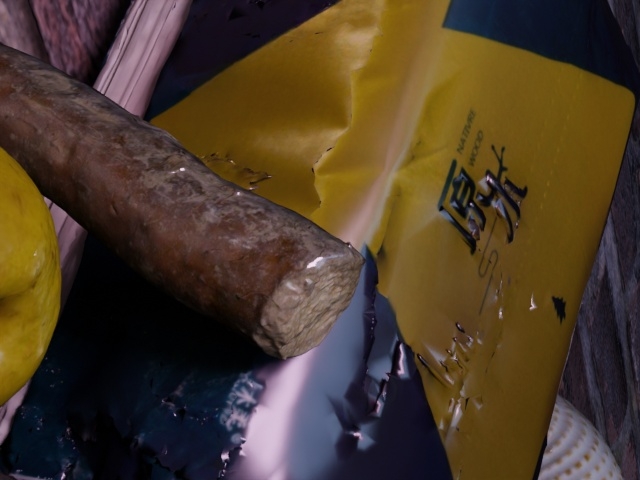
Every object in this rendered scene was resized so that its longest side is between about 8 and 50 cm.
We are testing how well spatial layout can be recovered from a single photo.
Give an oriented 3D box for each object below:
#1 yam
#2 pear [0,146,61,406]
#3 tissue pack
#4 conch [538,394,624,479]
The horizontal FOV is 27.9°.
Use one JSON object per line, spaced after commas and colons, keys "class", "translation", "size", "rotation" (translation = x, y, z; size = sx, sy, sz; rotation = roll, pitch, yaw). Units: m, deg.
{"class": "yam", "translation": [-0.103, -0.038, 0.558], "size": [0.061, 0.274, 0.061], "rotation": [-43, 152, -29]}
{"class": "pear", "translation": [-0.184, 0.012, 0.511], "size": [0.149, 0.162, 0.149], "rotation": [-37, 137, -45]}
{"class": "tissue pack", "translation": [0.000, 0.000, 0.728], "size": [0.264, 0.253, 0.416], "rotation": [46, 57, -43]}
{"class": "conch", "translation": [0.106, 0.194, 1.048], "size": [0.319, 0.215, 0.303], "rotation": [56, 20, 5]}
